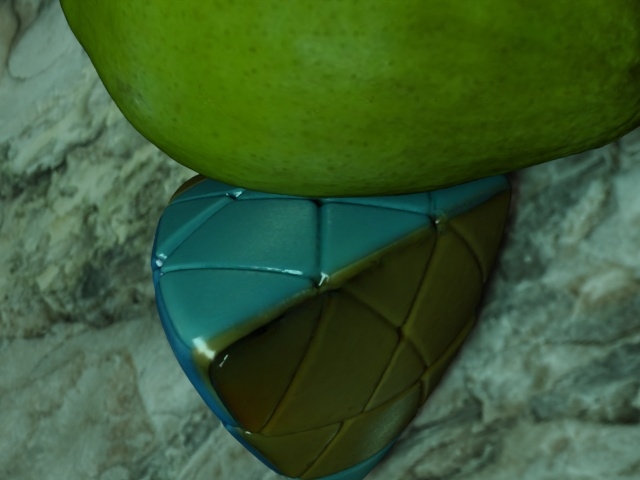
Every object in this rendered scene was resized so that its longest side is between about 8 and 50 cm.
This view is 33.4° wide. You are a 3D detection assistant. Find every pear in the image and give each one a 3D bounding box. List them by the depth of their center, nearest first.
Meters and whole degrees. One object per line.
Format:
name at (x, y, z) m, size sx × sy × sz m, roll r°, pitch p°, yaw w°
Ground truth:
pear at (0.044, -0.156, 0.579) m, size 0.375 × 0.287 × 0.287 m, roll 13°, pitch 101°, yaw 12°

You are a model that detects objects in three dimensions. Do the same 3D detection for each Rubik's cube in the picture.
Rubik's cube at (0.000, 0.000, 0.692) m, size 0.254 × 0.254 × 0.254 m, roll 3°, pitch 96°, yaw 27°
